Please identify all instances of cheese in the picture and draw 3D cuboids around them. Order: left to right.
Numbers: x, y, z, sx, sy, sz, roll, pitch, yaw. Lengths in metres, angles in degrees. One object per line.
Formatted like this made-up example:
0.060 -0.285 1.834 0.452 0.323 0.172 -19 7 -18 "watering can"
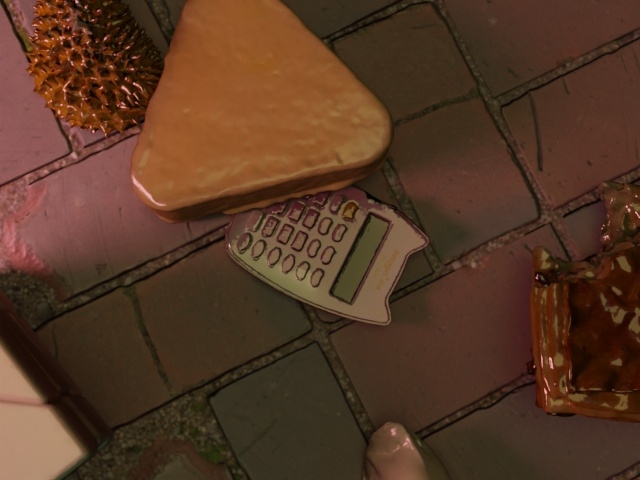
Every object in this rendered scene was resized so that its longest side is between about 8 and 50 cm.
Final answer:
-0.064 -0.182 1.499 0.384 0.104 0.384 0 79 2 "cheese"

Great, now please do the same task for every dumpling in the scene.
0.125 0.373 1.471 0.151 0.124 0.229 -31 79 27 "dumpling"

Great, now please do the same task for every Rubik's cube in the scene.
-0.491 0.238 1.318 0.322 0.316 0.319 -39 88 -8 "Rubik's cube"

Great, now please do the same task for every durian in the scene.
-0.336 -0.271 1.497 0.183 0.138 0.249 -33 92 -16 "durian"

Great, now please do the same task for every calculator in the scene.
0.000 0.000 1.540 0.294 0.043 0.194 27 82 2 "calculator"

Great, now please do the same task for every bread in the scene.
0.446 0.091 1.499 0.314 0.191 0.370 4 70 0 "bread"
